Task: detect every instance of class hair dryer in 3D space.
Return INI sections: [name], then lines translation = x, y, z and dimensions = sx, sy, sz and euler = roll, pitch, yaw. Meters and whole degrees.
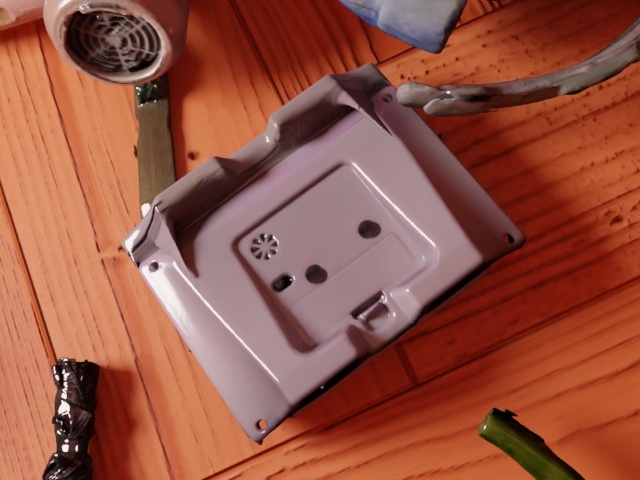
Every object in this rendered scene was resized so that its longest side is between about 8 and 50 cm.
[hair dryer]
translation = -0.265, -0.194, 0.581
dimensions = 0.344, 0.107, 0.189
euler = -12, 57, 17

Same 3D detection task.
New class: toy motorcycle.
[toy motorcycle]
translation = 0.141, -0.226, 0.482
dimensions = 0.319, 0.182, 0.241
euler = -11, 58, -3

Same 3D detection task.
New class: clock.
[clock]
translation = 0.000, 0.000, 0.500
dimensions = 0.253, 0.083, 0.186
euler = -37, 74, -5

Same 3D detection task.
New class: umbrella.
[umbrella]
translation = -0.182, 0.158, 0.500
dimensions = 0.037, 0.040, 0.144
euler = -1, 75, -3

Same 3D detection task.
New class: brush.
[brush]
translation = -0.142, -0.102, 0.576
dimensions = 0.034, 0.027, 0.190
euler = -9, 74, 6

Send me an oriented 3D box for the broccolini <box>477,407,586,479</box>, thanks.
[broccolini]
translation = 0.148, 0.241, 0.424
dimensions = 0.123, 0.062, 0.271
euler = -22, 78, -15
